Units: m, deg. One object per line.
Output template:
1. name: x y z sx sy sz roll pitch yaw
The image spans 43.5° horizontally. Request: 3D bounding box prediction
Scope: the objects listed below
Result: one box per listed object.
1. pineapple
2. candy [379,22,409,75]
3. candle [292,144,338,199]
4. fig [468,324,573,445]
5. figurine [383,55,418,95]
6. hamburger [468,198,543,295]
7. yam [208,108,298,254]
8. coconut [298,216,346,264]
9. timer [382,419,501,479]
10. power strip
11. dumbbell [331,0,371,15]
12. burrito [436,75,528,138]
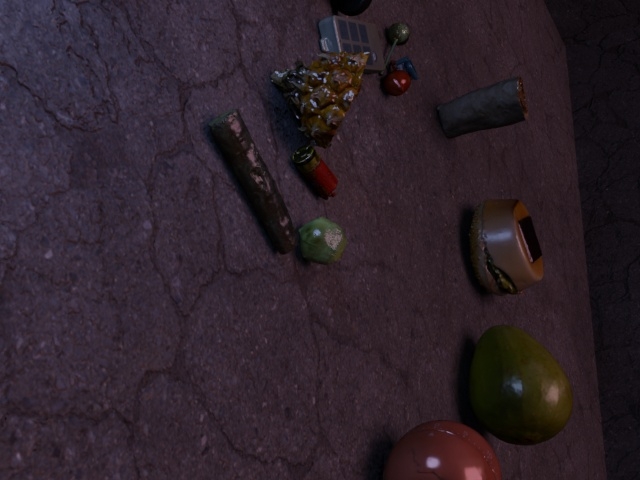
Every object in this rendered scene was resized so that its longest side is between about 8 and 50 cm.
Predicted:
1. pineapple: -0.019 -0.264 1.514 0.164 0.250 0.139 25 59 -16
2. candy: 0.184 -0.489 2.067 0.061 0.061 0.202 53 45 -36
3. candle: -0.004 -0.129 1.580 0.130 0.052 0.052 51 38 -40
4. fig: 0.506 0.367 2.077 0.258 0.258 0.326 47 24 -42
5. figurine: 0.204 -0.412 2.034 0.068 0.075 0.140 58 32 -31
6. hamburger: 0.534 0.018 2.345 0.302 0.170 0.301 41 41 -47
7. yam: -0.108 -0.098 1.380 0.274 0.061 0.061 63 32 -25
8. coconut: 0.000 0.000 1.504 0.088 0.096 0.087 22 90 -80
9. timer: 0.239 0.471 1.577 0.215 0.230 0.229 -25 101 -66
10. power strip: 0.078 -0.450 1.861 0.270 0.046 0.117 -18 95 -62
11. dumbbell: 0.033 -0.573 1.776 0.191 0.100 0.100 8 71 -58
12. burrito: 0.474 -0.374 2.272 0.143 0.299 0.105 26 65 -37
